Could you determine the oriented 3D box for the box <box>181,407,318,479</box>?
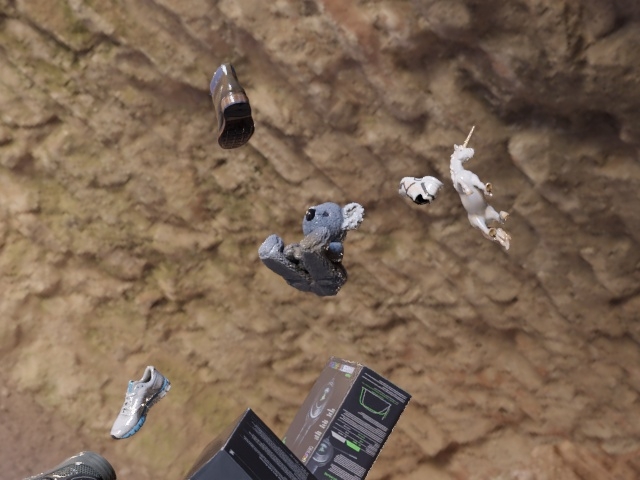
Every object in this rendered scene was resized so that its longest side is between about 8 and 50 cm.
[{"bbox_3d":[-0.057,0.374,1.183,0.261,0.103,0.184,47,6,0],"label":"box"}]

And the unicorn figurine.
[{"bbox_3d":[0.215,-0.067,1.222,0.111,0.060,0.161,-122,-161,-73],"label":"unicorn figurine"}]

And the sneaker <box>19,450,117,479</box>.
[{"bbox_3d":[-0.360,0.346,1.062,0.087,0.228,0.130,57,23,-7],"label":"sneaker"}]

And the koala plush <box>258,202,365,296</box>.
[{"bbox_3d":[0.000,0.000,2.128,0.196,0.221,0.203,-10,-44,39],"label":"koala plush"}]

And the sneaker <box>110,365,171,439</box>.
[{"bbox_3d":[-0.424,0.365,2.002,0.071,0.190,0.083,-2,-50,36],"label":"sneaker"}]

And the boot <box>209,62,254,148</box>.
[{"bbox_3d":[-0.187,-0.279,1.853,0.219,0.082,0.106,115,-38,-66],"label":"boot"}]

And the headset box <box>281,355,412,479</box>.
[{"bbox_3d":[0.034,0.406,1.871,0.131,0.283,0.246,33,-10,-12],"label":"headset box"}]

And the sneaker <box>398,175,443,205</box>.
[{"bbox_3d":[0.160,-0.081,1.480,0.040,0.043,0.109,34,-15,-21],"label":"sneaker"}]
